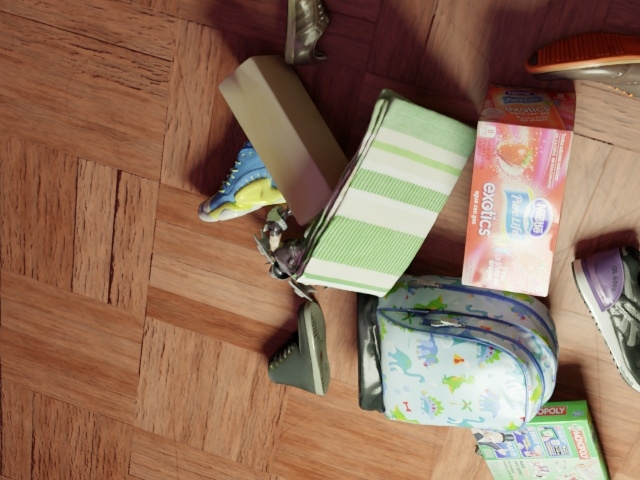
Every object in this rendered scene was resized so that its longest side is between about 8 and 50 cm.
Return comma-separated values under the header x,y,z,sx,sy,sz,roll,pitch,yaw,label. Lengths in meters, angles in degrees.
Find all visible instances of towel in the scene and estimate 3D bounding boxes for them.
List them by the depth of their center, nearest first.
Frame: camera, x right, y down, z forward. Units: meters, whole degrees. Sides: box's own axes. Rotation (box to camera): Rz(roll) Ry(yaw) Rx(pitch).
x,y,z,sx,sy,sz,roll,pitch,yaw,label
0.105,-0.063,1.515,0.038,0.248,0.325,39,108,42,towel

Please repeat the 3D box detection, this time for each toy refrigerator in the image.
x,y,z,sx,sy,sz,roll,pitch,yaw,label
-0.049,-0.164,1.552,0.094,0.102,0.269,-34,84,32,toy refrigerator

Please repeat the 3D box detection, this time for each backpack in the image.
x,y,z,sx,sy,sz,roll,pitch,yaw,label
0.241,0.201,1.686,0.355,0.273,0.290,0,115,3,backpack

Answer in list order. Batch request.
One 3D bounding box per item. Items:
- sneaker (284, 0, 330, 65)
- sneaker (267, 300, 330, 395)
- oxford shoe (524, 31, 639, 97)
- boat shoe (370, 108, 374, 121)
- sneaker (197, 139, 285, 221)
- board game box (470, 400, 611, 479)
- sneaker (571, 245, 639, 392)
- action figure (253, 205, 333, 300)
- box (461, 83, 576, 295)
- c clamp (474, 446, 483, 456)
x,y,z,sx,sy,sz,roll,pitch,yaw,label
-0.018,-0.367,1.507,0.071,0.066,0.188,3,129,-4,sneaker
-0.052,0.212,1.864,0.118,0.083,0.222,4,124,16,sneaker
0.442,-0.250,1.407,0.271,0.097,0.098,-1,127,18,oxford shoe
0.147,-0.120,1.591,0.081,0.079,0.227,-5,117,25,boat shoe
-0.128,-0.115,1.693,0.240,0.091,0.126,-15,98,26,sneaker
0.423,0.410,1.805,0.213,0.046,0.317,-7,137,21,board game box
0.541,0.138,1.619,0.124,0.107,0.283,-24,112,22,sneaker
0.000,0.000,1.710,0.185,0.099,0.285,41,128,-19,action figure
0.316,-0.080,1.520,0.142,0.154,0.300,8,122,12,box
0.347,0.382,1.887,0.137,0.022,0.161,5,121,9,c clamp
